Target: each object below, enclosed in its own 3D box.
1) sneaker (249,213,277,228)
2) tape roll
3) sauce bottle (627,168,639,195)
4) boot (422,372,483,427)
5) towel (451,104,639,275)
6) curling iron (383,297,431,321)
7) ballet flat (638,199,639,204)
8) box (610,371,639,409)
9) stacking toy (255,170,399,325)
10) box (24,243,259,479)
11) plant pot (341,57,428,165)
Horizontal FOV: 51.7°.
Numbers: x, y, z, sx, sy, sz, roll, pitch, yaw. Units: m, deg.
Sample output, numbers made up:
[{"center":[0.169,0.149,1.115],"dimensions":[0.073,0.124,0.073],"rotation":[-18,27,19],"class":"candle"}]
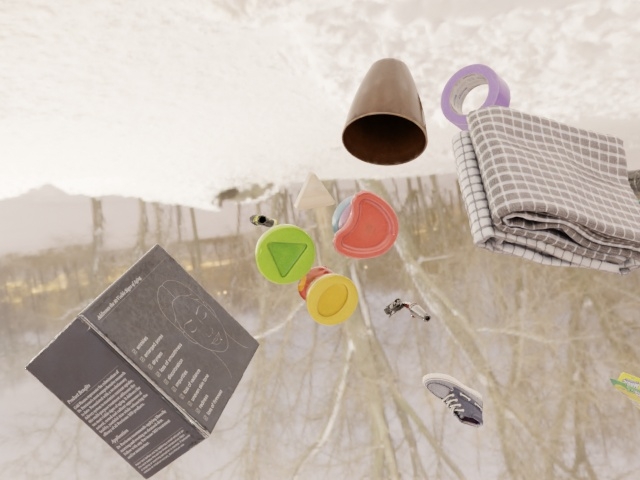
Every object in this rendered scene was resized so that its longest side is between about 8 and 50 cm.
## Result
[{"center":[-0.136,-0.049,1.518],"dimensions":[0.083,0.031,0.035],"rotation":[11,167,41],"class":"sneaker"},{"center":[0.454,-0.415,1.942],"dimensions":[0.189,0.189,0.080],"rotation":[-10,160,38],"class":"tape roll"},{"center":[0.814,-0.140,1.468],"dimensions":[0.111,0.111,0.344],"rotation":[-9,-179,-28],"class":"sauce bottle"},{"center":[0.351,0.418,1.731],"dimensions":[0.190,0.086,0.069],"rotation":[25,131,-16],"class":"boot"},{"center":[0.353,-0.076,0.994],"dimensions":[0.284,0.235,0.121],"rotation":[11,136,-16],"class":"towel"},{"center":[0.217,0.175,1.593],"dimensions":[0.068,0.035,0.274],"rotation":[-31,-173,-9],"class":"curling iron"},{"center":[0.629,-0.048,1.406],"dimensions":[0.316,0.106,0.107],"rotation":[10,-173,-1],"class":"ballet flat"},{"center":[0.685,0.333,1.355],"dimensions":[0.179,0.043,0.105],"rotation":[36,173,-22],"class":"box"},{"center":[0.000,0.000,1.483],"dimensions":[0.279,0.309,0.130],"rotation":[32,-175,-24],"class":"stacking toy"},{"center":[-0.498,0.339,1.966],"dimensions":[0.297,0.472,0.480],"rotation":[-38,-170,24],"class":"box"},{"center":[0.172,-0.347,1.700],"dimensions":[0.215,0.230,0.215],"rotation":[6,151,3],"class":"plant pot"}]
